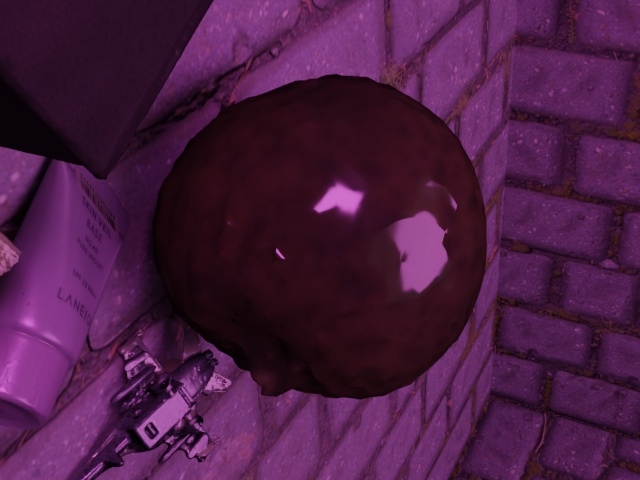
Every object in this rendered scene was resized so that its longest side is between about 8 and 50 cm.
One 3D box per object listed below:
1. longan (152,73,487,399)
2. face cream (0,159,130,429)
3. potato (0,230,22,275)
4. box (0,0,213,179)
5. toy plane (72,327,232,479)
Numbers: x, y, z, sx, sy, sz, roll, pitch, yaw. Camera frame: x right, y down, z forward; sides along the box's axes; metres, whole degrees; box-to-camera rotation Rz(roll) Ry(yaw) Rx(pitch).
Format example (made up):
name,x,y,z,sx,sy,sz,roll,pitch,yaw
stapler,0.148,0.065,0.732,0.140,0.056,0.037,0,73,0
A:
name,x,y,z,sx,sy,sz,roll,pitch,yaw
longan,0.000,0.000,0.982,0.391,0.391,0.391,-41,138,-52
face cream,-0.263,0.043,0.827,0.154,0.096,0.274,63,33,-50
potato,-0.341,0.018,0.682,0.149,0.081,0.120,-48,116,-18
box,-0.240,-0.243,0.557,0.251,0.204,0.345,-66,155,-20
toy plane,-0.212,0.225,1.011,0.262,0.088,0.192,-49,117,-40
